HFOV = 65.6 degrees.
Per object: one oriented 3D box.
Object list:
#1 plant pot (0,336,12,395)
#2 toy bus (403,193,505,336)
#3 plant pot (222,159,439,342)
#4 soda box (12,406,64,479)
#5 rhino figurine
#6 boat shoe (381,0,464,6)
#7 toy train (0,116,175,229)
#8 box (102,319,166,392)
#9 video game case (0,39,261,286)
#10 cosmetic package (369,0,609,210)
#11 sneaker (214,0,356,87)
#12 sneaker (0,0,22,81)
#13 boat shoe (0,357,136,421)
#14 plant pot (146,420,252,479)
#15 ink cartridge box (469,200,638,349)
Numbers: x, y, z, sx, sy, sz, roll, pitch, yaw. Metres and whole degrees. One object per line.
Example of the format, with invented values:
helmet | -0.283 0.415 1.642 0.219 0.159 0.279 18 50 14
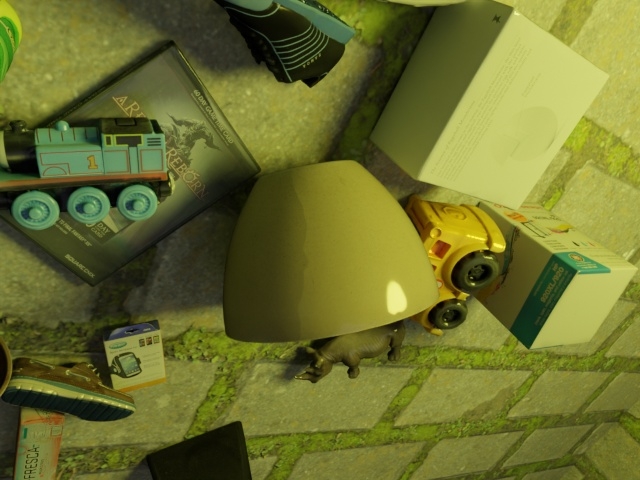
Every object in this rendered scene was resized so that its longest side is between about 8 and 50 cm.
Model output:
plant pot | -0.484 0.194 0.584 0.166 0.167 0.165 20 120 -38
toy bus | 0.163 0.036 0.841 0.211 0.150 0.220 12 121 -21
plant pot | 0.000 0.000 0.655 0.283 0.284 0.191 -11 94 -22
soda box | -0.434 0.314 0.761 0.058 0.063 0.183 6 120 -32
rhino figurine | 0.060 0.209 0.953 0.243 0.073 0.106 -21 136 -12
boat shoe | 0.062 -0.310 0.542 0.267 0.088 0.096 3 123 -31
toy train | -0.250 -0.076 0.526 0.184 0.080 0.105 -7 118 -23
box | -0.285 0.175 0.764 0.081 0.028 0.136 -9 126 -23
video game case | -0.232 -0.079 0.600 0.274 0.026 0.196 -34 134 -1
cosmetic package | 0.229 -0.187 0.697 0.224 0.138 0.224 10 119 -36
sneaker | -0.045 -0.215 0.517 0.090 0.081 0.232 -54 158 24
sneaker | -0.377 -0.099 0.433 0.295 0.123 0.109 -48 133 12
boat shoe | -0.352 0.211 0.719 0.183 0.066 0.066 31 123 -35
plant pot | -0.210 0.499 0.960 0.188 0.167 0.188 -16 131 -20
ink cartridge box | 0.391 0.054 0.909 0.171 0.233 0.168 0 122 -29
